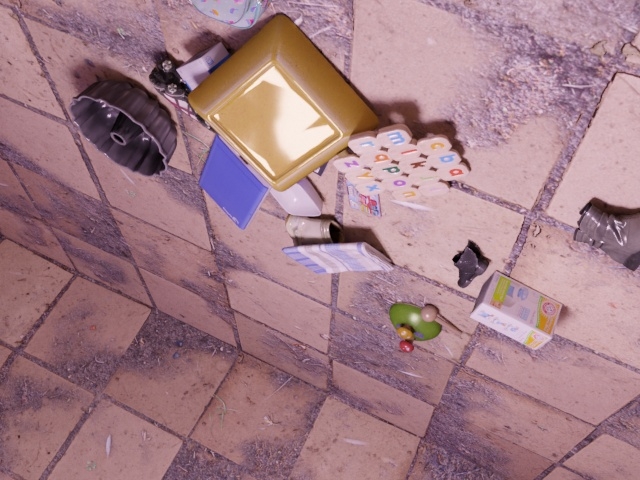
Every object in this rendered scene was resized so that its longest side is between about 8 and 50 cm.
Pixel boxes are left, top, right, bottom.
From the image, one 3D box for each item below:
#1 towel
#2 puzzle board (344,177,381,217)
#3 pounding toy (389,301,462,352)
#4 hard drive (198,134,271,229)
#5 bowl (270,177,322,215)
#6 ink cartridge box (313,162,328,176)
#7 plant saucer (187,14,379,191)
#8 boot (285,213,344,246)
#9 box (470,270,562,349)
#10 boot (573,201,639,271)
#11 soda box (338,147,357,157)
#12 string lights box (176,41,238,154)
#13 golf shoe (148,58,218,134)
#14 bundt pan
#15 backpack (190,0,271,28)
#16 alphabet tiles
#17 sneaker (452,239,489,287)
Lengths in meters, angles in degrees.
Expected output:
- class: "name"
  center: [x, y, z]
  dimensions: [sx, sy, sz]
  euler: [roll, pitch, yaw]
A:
- class: "towel"
  center: [0.054, 0.055, 2.140]
  dimensions: [0.285, 0.034, 0.209]
  euler: [-3, 159, 30]
- class: "puzzle board"
  center: [0.115, -0.113, 1.931]
  dimensions: [0.096, 0.011, 0.128]
  euler: [19, 151, 21]
- class: "pounding toy"
  center: [0.310, 0.296, 2.333]
  dimensions: [0.183, 0.110, 0.237]
  euler: [43, 151, -25]
- class: "hard drive"
  center: [-0.255, -0.171, 2.109]
  dimensions: [0.210, 0.040, 0.319]
  euler: [47, 153, 3]
- class: "bowl"
  center: [-0.066, -0.134, 2.028]
  dimensions: [0.142, 0.053, 0.142]
  euler: [3, 143, 42]
- class: "ink cartridge box"
  center: [-0.068, -0.248, 1.843]
  dimensions: [0.206, 0.045, 0.208]
  euler: [30, 155, 0]
- class: "plant saucer"
  center: [-0.096, -0.278, 1.618]
  dimensions: [0.333, 0.081, 0.333]
  euler: [-32, 114, 32]
- class: "boot"
  center: [0.000, 0.000, 2.172]
  dimensions: [0.165, 0.077, 0.213]
  euler: [10, 147, 30]
- class: "box"
  center: [0.526, 0.189, 1.927]
  dimensions: [0.203, 0.114, 0.103]
  euler: [27, 152, 4]
- class: "boot"
  center: [0.622, -0.035, 1.492]
  dimensions: [0.161, 0.083, 0.246]
  euler: [29, 152, 15]
- class: "soda box"
  center: [0.017, -0.264, 1.709]
  dimensions: [0.181, 0.061, 0.058]
  euler: [32, 153, -4]
- class: "string lights box"
  center: [-0.222, -0.339, 1.744]
  dimensions: [0.133, 0.077, 0.260]
  euler: [-1, 131, 53]
- class: "golf shoe"
  center: [-0.317, -0.362, 1.860]
  dimensions: [0.273, 0.105, 0.120]
  euler: [38, 169, -5]
- class: "bundt pan"
  center: [-0.555, -0.337, 2.085]
  dimensions: [0.331, 0.124, 0.331]
  euler: [23, 152, 13]
- class: "backpack"
  center: [-0.177, -0.506, 1.401]
  dimensions: [0.166, 0.144, 0.188]
  euler: [21, 155, 6]
- class: "alphabet tiles"
  center: [0.185, -0.172, 1.643]
  dimensions: [0.278, 0.021, 0.284]
  euler: [-9, 149, 29]
- class: "sneaker"
  center: [0.390, 0.066, 1.927]
  dimensions: [0.089, 0.051, 0.170]
  euler: [32, 149, -4]
